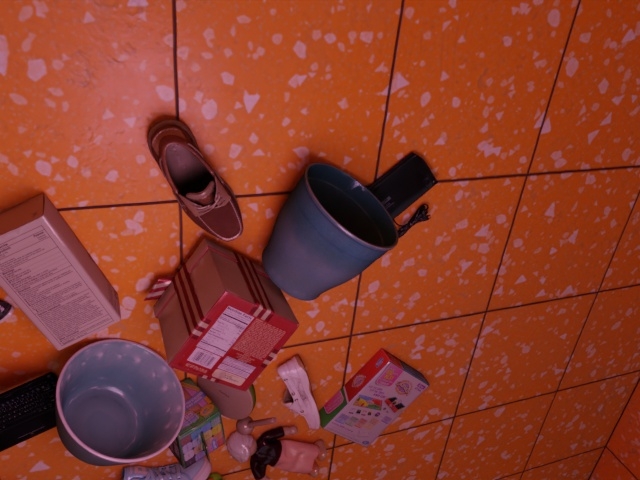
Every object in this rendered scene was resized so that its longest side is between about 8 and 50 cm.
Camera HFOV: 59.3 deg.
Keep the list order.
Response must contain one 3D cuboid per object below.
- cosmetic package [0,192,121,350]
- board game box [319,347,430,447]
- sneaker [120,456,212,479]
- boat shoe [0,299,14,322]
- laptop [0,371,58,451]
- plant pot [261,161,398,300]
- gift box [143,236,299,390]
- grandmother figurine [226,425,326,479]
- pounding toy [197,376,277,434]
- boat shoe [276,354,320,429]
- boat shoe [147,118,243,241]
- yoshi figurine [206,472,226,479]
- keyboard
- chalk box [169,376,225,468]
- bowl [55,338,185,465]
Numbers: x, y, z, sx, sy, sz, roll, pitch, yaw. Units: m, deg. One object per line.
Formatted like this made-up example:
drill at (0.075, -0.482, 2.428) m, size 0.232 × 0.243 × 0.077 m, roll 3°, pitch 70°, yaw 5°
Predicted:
cosmetic package at (-0.577, 0.073, 1.206) m, size 0.160 × 0.113 × 0.310 m, roll -25°, pitch 126°, yaw -8°
board game box at (0.176, 0.527, 1.856) m, size 0.316 × 0.064 × 0.242 m, roll -47°, pitch 127°, yaw 8°
sneaker at (-0.500, 0.712, 1.632) m, size 0.365 × 0.135 × 0.150 m, roll -26°, pitch 106°, yaw -22°
boat shoe at (-0.739, 0.182, 1.242) m, size 0.125 × 0.046 × 0.038 m, roll -40°, pitch 128°, yaw -1°
laptop at (-0.735, 0.428, 1.341) m, size 0.234 × 0.137 × 0.265 m, roll -23°, pitch 126°, yaw -9°
plant pot at (0.000, 0.000, 1.339) m, size 0.271 × 0.272 × 0.255 m, roll 23°, pitch 123°, yaw -33°
gift box at (-0.248, 0.176, 1.325) m, size 0.276 × 0.258 × 0.255 m, roll -47°, pitch 126°, yaw 10°
grandmother figurine at (-0.149, 0.680, 1.793) m, size 0.342 × 0.104 × 0.208 m, roll 27°, pitch 79°, yaw -31°
pounding toy at (-0.221, 0.413, 1.571) m, size 0.183 × 0.110 × 0.237 m, roll -36°, pitch 94°, yaw 37°
boat shoe at (-0.071, 0.470, 1.696) m, size 0.096 × 0.098 × 0.277 m, roll -21°, pitch 117°, yaw -11°
boat shoe at (-0.266, -0.108, 1.228) m, size 0.123 × 0.116 × 0.324 m, roll -34°, pitch 128°, yaw -1°
yoshi figurine at (-0.421, 0.884, 1.717) m, size 0.362 × 0.204 × 0.203 m, roll -36°, pitch 173°, yaw -31°
keyboard at (0.179, -0.076, 1.504) m, size 0.317 × 0.033 × 0.201 m, roll -39°, pitch 121°, yaw 3°
chalk box at (-0.341, 0.495, 1.494) m, size 0.132 × 0.213 × 0.133 m, roll -25°, pitch 131°, yaw -34°
bowl at (-0.505, 0.416, 1.365) m, size 0.311 × 0.312 × 0.163 m, roll 20°, pitch 129°, yaw -33°
